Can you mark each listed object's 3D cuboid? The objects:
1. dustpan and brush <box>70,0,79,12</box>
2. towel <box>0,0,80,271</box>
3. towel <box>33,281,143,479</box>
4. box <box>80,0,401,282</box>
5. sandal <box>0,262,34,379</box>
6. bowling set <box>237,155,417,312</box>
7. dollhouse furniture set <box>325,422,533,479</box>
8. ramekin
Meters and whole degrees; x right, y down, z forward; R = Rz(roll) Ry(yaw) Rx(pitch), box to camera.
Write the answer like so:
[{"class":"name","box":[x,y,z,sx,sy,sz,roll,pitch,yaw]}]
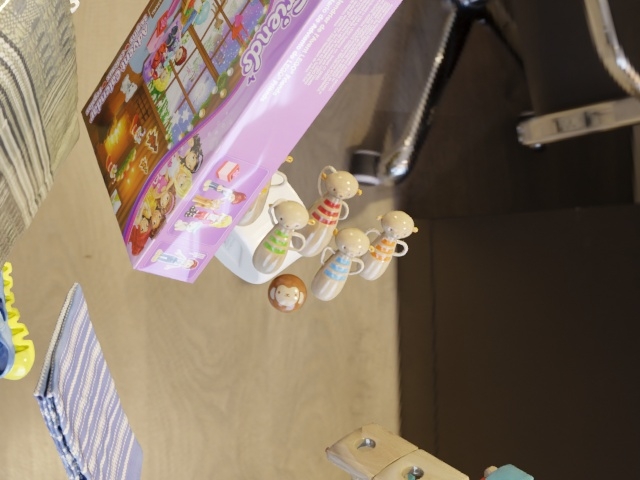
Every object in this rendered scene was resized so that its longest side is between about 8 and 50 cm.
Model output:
[{"class":"dustpan and brush","box":[-0.477,-0.324,1.568,0.211,0.060,0.147,-39,126,-12]},{"class":"towel","box":[-0.218,0.024,0.512,0.056,0.324,0.312,26,77,-7]},{"class":"towel","box":[-0.309,0.260,1.381,0.040,0.243,0.336,-9,122,3]},{"class":"box","box":[-0.067,-0.142,0.727,0.057,0.201,0.293,18,121,-39]},{"class":"sandal","box":[-0.608,0.100,1.719,0.138,0.126,0.317,-14,79,-59]},{"class":"bowling set","box":[0.000,0.000,1.384,0.287,0.154,0.200,21,36,-13]},{"class":"dollhouse furniture set","box":[0.115,0.243,0.976,0.183,0.129,0.129,-23,122,-36]},{"class":"ramekin","box":[-0.149,-0.046,1.938,0.135,0.277,0.277,-42,107,-20]}]
